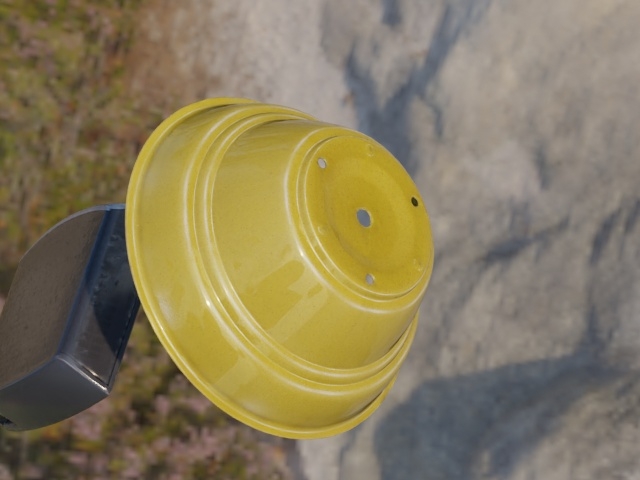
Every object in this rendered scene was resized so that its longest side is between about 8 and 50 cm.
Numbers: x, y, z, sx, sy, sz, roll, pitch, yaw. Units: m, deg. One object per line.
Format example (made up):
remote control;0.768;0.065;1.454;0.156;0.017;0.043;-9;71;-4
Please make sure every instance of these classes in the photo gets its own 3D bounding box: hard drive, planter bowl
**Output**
hard drive;-0.205;0.060;1.364;0.255;0.054;0.172;-23;46;61
planter bowl;0.000;0.000;1.000;0.090;0.217;0.217;-27;60;44
